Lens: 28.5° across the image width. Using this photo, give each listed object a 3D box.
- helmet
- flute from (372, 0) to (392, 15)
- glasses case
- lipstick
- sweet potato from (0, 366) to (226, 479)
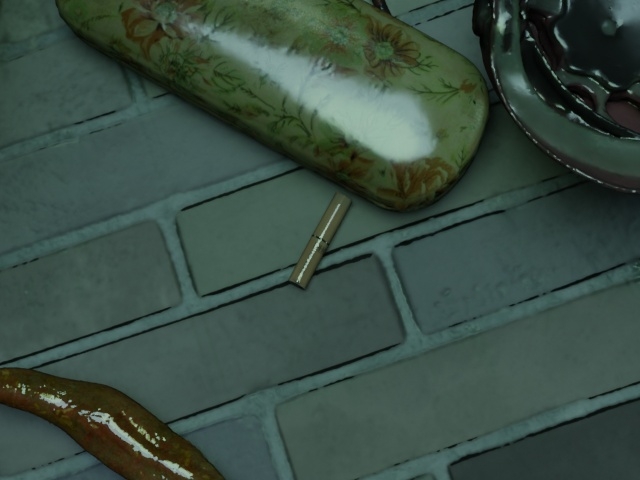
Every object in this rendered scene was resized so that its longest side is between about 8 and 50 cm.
[{"bbox_3d":[0.260,-0.189,1.091,0.271,0.197,0.338,7,82,-3],"label":"helmet"},{"bbox_3d":[0.012,-0.324,1.231,0.014,0.014,0.269,-23,76,-3],"label":"flute"},{"bbox_3d":[-0.047,-0.175,1.152,0.425,0.098,0.156,29,81,9],"label":"glasses case"},{"bbox_3d":[0.000,0.000,1.146,0.019,0.019,0.094,26,79,9],"label":"lipstick"},{"bbox_3d":[-0.185,0.164,1.089,0.255,0.078,0.058,27,119,1],"label":"sweet potato"}]
